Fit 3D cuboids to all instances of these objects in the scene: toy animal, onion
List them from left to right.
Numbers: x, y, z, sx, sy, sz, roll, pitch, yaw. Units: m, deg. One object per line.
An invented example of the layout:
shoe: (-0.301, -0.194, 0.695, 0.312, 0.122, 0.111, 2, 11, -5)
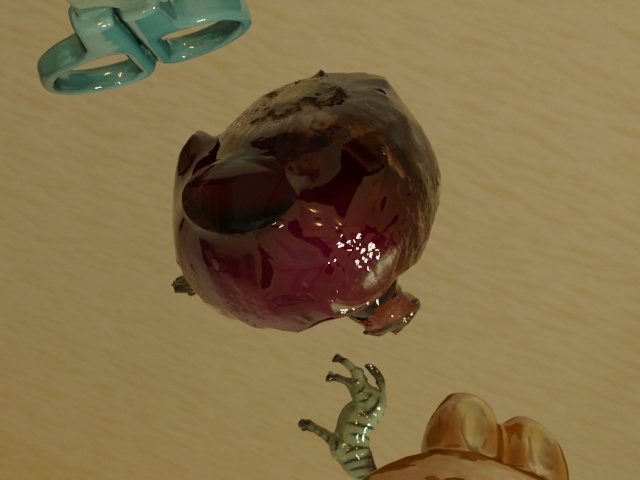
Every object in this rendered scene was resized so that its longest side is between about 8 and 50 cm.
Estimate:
onion: (0.000, 0.000, 1.494, 0.420, 0.398, 0.398, 65, 37, -35)
toy animal: (0.058, 0.306, 1.745, 0.217, 0.176, 0.073, -67, 168, 11)

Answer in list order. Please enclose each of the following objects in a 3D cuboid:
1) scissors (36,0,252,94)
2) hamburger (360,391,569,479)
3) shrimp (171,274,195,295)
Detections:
scissors: (-0.158, -0.178, 0.779, 0.447, 0.192, 0.029, 56, 16, -86)
hamburger: (0.107, 0.248, 0.697, 0.303, 0.260, 0.186, -60, 175, -62)
shrimp: (-0.174, 0.044, 1.980, 0.152, 0.219, 0.046, 77, 0, -50)
